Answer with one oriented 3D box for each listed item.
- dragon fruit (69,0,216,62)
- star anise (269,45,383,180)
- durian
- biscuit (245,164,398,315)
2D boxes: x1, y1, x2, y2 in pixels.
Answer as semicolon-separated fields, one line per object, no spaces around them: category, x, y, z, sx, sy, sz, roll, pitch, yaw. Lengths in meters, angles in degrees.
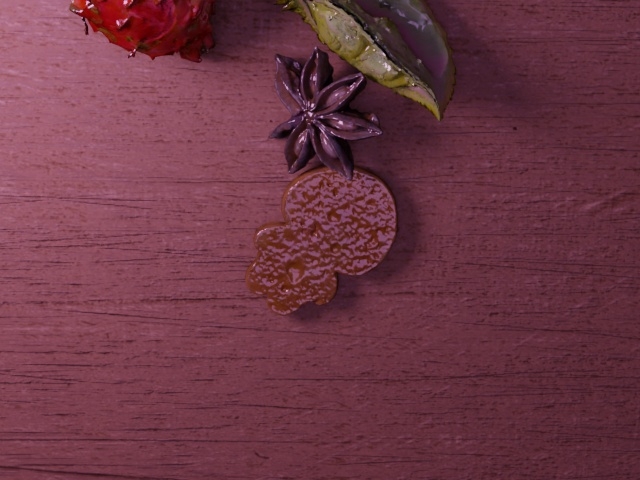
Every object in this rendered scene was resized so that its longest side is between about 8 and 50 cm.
dragon fruit;-0.244;-0.367;1.406;0.205;0.210;0.268;-17;146;25
star anise;0.010;-0.196;1.496;0.197;0.073;0.212;17;114;24
durian;0.074;-0.334;1.431;0.352;0.169;0.158;39;102;-11
biscuit;0.000;0.000;1.590;0.202;0.044;0.288;39;103;-10
